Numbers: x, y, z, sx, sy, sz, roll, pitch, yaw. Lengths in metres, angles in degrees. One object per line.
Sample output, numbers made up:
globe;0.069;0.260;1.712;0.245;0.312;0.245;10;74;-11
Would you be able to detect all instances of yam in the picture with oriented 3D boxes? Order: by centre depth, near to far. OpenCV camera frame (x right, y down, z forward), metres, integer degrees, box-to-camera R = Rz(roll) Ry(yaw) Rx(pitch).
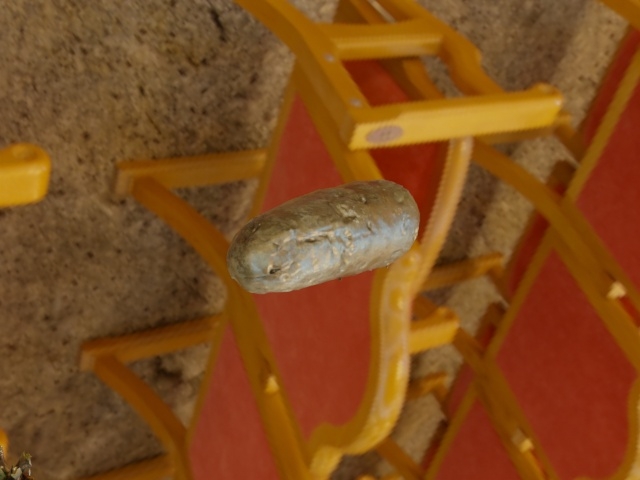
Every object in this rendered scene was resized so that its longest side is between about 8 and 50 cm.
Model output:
yam;0.000;0.000;1.423;0.330;0.133;0.133;-19;143;-53

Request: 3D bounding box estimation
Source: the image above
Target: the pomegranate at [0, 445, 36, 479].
pomegranate;-0.374;0.364;1.235;0.210;0.210;0.235;-4;96;-38
